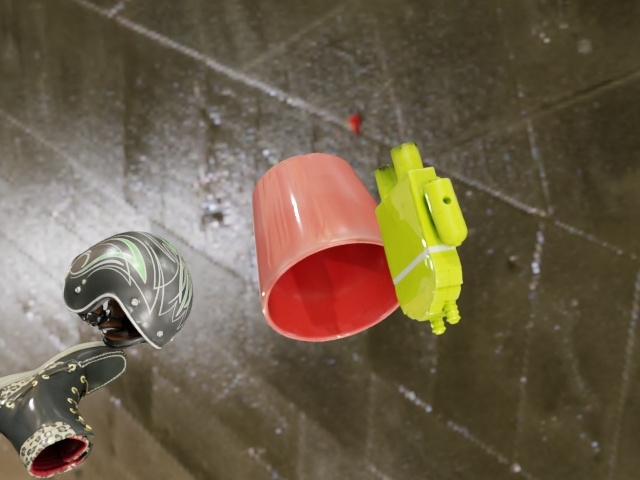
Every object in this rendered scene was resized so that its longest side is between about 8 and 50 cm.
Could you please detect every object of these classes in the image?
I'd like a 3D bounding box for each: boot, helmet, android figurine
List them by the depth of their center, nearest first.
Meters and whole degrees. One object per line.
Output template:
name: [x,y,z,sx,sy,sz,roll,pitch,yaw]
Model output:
helmet: [-0.256,0.070,1.761,0.162,0.169,0.169,-9,94,21]
boot: [-0.350,0.239,1.801,0.178,0.236,0.085,37,136,44]
android figurine: [0.146,0.002,1.870,0.248,0.056,0.272,125,131,-65]

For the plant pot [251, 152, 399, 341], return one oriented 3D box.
plant pot: [0.000,0.000,2.200,0.275,0.275,0.243,114,147,-43]
